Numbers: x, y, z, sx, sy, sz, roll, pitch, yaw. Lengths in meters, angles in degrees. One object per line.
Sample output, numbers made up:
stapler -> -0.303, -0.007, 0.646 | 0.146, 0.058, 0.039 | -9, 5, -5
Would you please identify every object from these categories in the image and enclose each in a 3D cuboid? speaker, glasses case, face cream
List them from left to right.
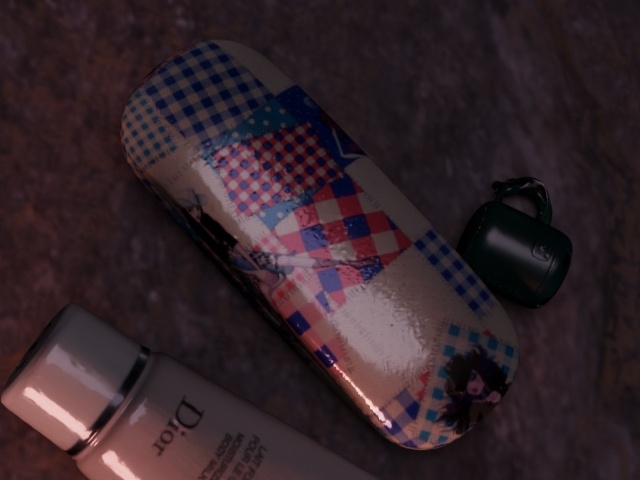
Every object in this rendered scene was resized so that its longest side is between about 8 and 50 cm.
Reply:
face cream -> -0.059, 0.160, 0.985 | 0.314, 0.089, 0.143 | 37, 71, -12
glasses case -> 0.000, 0.000, 1.037 | 0.125, 0.076, 0.327 | -42, 87, -20
speaker -> 0.139, 0.000, 1.086 | 0.075, 0.060, 0.094 | 27, 36, -4
